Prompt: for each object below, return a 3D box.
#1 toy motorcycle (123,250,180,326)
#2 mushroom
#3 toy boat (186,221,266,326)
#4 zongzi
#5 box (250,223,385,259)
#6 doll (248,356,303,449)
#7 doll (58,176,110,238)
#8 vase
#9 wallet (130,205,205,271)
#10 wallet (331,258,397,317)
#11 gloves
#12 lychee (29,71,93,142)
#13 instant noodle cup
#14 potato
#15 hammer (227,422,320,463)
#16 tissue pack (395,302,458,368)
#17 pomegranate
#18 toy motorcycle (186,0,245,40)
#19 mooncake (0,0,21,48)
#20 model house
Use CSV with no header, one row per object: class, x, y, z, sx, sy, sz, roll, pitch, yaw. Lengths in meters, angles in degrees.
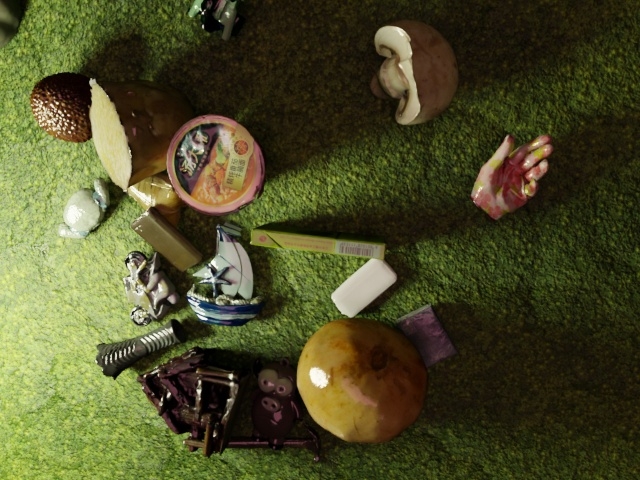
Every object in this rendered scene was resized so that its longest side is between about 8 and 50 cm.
toy motorcycle,-0.472,0.138,1.644,0.152,0.073,0.225,1,103,7
mushroom,0.240,-0.414,1.447,0.189,0.195,0.253,-14,92,-25
toy boat,-0.281,0.106,1.627,0.210,0.070,0.291,-18,93,3
zongzi,-0.464,-0.103,1.603,0.195,0.099,0.197,24,121,11
box,0.000,0.000,1.517,0.335,0.187,0.047,7,97,4
doll,-0.127,0.449,1.637,0.182,0.117,0.257,17,105,18
doll,-0.657,-0.082,1.627,0.103,0.071,0.214,41,104,0
vase,-0.508,0.301,1.664,0.238,0.115,0.115,-25,96,5
wallet,-0.417,-0.001,1.590,0.110,0.031,0.198,-28,116,37
wallet,0.119,0.130,1.605,0.190,0.033,0.095,-44,91,9
gloves,0.491,-0.168,1.479,0.241,0.126,0.145,-46,68,13
lychee,-0.662,-0.354,1.533,0.195,0.194,0.194,1,99,6
instant noodle cup,-0.234,-0.194,1.474,0.244,0.255,0.243,1,100,5
potato,-0.425,-0.288,1.472,0.237,0.301,0.288,-21,72,-31
hammer,-0.148,0.595,1.709,0.297,0.027,0.125,-2,99,7
tissue pack,0.292,0.264,1.600,0.112,0.051,0.156,-29,95,12
pomegranate,0.102,0.370,1.516,0.338,0.338,0.338,1,99,6
toy motorcycle,-0.199,-0.667,1.443,0.125,0.196,0.331,35,113,0
mooncake,-0.936,-0.628,1.539,0.275,0.135,0.274,0,98,2
model house,-0.363,0.428,1.572,0.283,0.317,0.297,19,84,3
